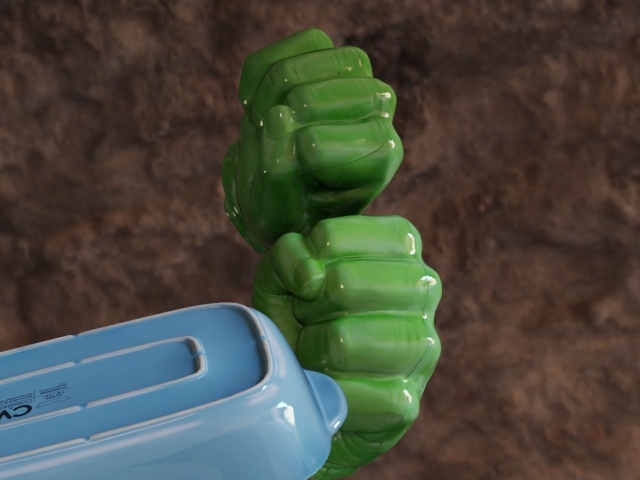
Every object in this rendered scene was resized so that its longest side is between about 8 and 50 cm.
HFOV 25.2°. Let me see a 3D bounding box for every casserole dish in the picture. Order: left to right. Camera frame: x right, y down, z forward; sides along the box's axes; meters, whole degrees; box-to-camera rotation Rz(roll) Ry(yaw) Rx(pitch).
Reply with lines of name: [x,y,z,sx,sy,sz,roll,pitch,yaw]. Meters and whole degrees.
casserole dish: [-0.085,0.067,0.526,0.188,0.114,0.037,-14,-67,-6]

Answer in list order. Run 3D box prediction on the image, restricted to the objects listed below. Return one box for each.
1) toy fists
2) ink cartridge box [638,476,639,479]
toy fists: [0.000,0.000,0.862,0.096,0.279,0.142,6,-35,-24]
ink cartridge box: [0.302,0.288,0.982,0.072,0.303,0.307,2,-75,-19]
